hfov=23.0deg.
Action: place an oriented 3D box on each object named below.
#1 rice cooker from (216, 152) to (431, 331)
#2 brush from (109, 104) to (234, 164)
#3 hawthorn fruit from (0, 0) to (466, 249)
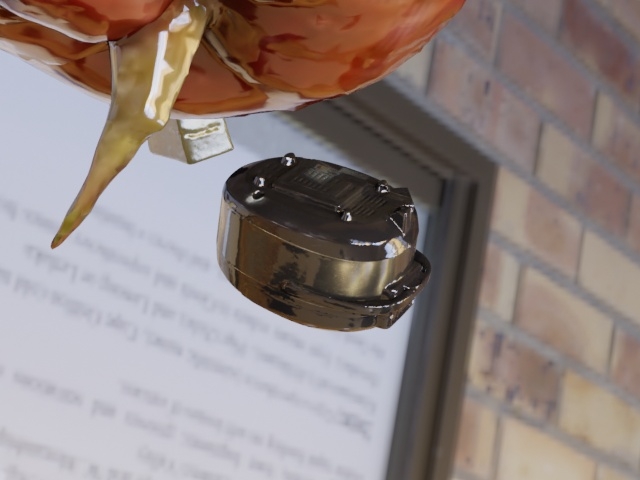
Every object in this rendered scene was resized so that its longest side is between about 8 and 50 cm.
[{"bbox_3d":[0.000,0.000,1.168,0.165,0.106,0.112,15,-148,24],"label":"rice cooker"},{"bbox_3d":[-0.151,-0.132,1.417,0.047,0.103,0.233,-18,-165,-22],"label":"brush"},{"bbox_3d":[-0.037,-0.167,0.510,0.258,0.261,0.258,-15,138,-13],"label":"hawthorn fruit"}]
